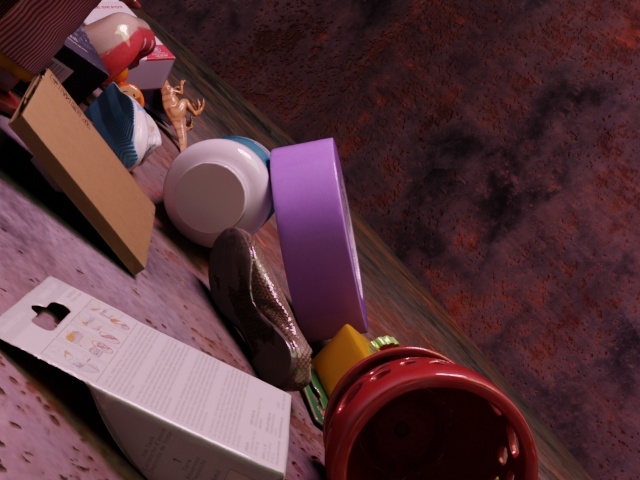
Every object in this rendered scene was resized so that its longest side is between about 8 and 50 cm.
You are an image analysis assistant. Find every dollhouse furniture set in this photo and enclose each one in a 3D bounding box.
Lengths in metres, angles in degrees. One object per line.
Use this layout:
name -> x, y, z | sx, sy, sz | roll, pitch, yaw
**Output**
dollhouse furniture set -> -0.370, -0.275, 1.099 | 0.152, 0.201, 0.374 | 46, 6, 16

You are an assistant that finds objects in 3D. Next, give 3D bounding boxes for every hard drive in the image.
hard drive -> -0.375, -0.335, 2.070 | 0.255, 0.054, 0.172 | 49, 8, 34

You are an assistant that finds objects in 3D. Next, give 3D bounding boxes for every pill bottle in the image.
pill bottle -> -0.132, -0.069, 1.488 | 0.146, 0.146, 0.264 | 44, 6, -3

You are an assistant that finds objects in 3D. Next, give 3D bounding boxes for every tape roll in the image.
tape roll -> 0.000, 0.000, 1.507 | 0.275, 0.090, 0.275 | -11, 90, -87

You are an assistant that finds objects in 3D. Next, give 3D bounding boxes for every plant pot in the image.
plant pot -> 0.093, 0.202, 1.045 | 0.191, 0.191, 0.174 | 43, -1, -8

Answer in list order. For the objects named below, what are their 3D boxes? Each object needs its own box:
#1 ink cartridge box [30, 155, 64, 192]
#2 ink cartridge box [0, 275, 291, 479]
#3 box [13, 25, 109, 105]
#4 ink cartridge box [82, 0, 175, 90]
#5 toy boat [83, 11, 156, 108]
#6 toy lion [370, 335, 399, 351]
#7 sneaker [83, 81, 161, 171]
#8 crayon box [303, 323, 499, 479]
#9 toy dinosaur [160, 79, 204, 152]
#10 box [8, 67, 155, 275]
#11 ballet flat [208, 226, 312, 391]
ink cartridge box -> -0.277, -0.075, 1.166 | 0.048, 0.028, 0.083 | 48, 7, 13
ink cartridge box -> -0.135, 0.119, 0.838 | 0.232, 0.066, 0.189 | 23, 9, -4
box -> -0.375, -0.264, 1.391 | 0.156, 0.093, 0.158 | 34, 19, -55
ink cartridge box -> -0.361, -0.343, 1.912 | 0.127, 0.072, 0.175 | -14, 52, -46
toy boat -> -0.315, -0.251, 1.638 | 0.231, 0.151, 0.151 | -81, 147, -82
toy lion -> 0.072, 0.170, 1.463 | 0.034, 0.096, 0.100 | 48, 7, 32
sneaker -> -0.257, -0.143, 1.469 | 0.092, 0.087, 0.229 | 42, 9, -27
crayon box -> 0.104, 0.232, 1.347 | 0.318, 0.081, 0.202 | 40, 8, -26
toy dinosaur -> -0.262, -0.227, 1.995 | 0.112, 0.064, 0.212 | 3, 65, -58
box -> -0.245, -0.075, 1.148 | 0.201, 0.021, 0.164 | 55, 11, -23
ballet flat -> -0.066, 0.078, 1.250 | 0.058, 0.084, 0.250 | 18, 28, -39
